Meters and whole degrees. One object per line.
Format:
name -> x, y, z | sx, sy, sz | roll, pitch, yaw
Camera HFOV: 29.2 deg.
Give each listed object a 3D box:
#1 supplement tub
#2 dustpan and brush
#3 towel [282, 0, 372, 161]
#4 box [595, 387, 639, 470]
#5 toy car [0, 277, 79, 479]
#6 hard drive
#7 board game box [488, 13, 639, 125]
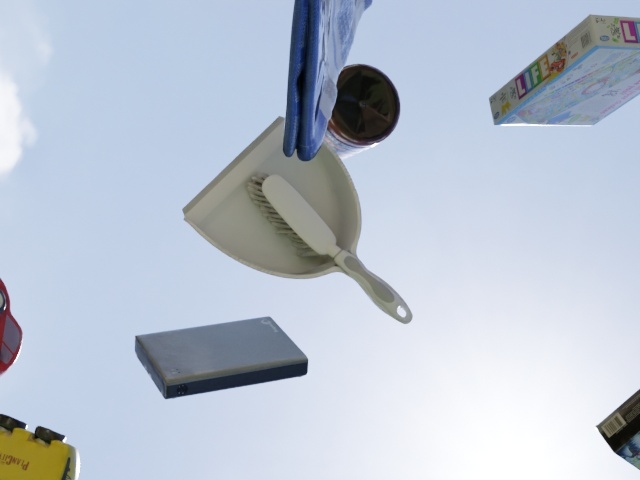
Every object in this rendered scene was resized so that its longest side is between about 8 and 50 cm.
supplement tub -> 0.020, -0.156, 1.576 | 0.198, 0.106, 0.106 | -17, -126, 69
dustpan and brush -> 0.000, 0.000, 1.099 | 0.147, 0.211, 0.060 | -46, -173, -19
towel -> 0.017, -0.230, 1.111 | 0.034, 0.209, 0.285 | 11, -137, 7
box -> 0.258, 0.103, 0.806 | 0.137, 0.094, 0.027 | -44, -137, 13
toy car -> -0.275, 0.164, 0.900 | 0.225, 0.053, 0.239 | -45, -133, 8
hard drive -> -0.091, 0.105, 1.118 | 0.094, 0.135, 0.022 | -139, -132, -56
board game box -> 0.220, -0.134, 0.994 | 0.154, 0.103, 0.026 | 141, -56, -61
